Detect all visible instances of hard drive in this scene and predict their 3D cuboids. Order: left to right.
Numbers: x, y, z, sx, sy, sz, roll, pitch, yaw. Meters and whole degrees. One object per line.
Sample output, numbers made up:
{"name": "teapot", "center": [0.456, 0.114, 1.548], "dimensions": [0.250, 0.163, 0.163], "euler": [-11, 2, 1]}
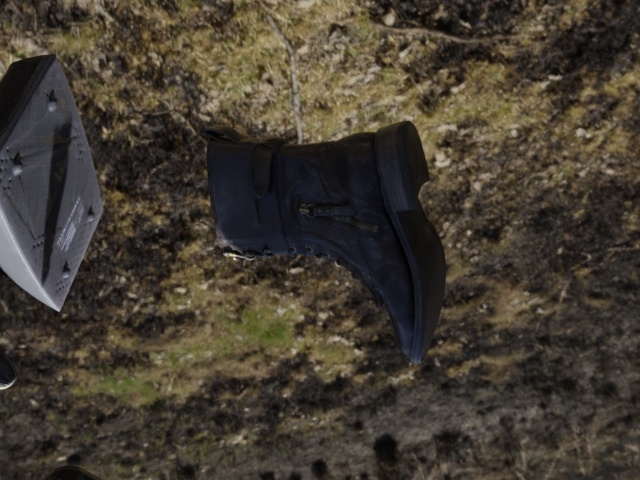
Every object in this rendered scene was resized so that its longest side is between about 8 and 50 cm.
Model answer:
{"name": "hard drive", "center": [-0.298, -0.051, 0.632], "dimensions": [0.054, 0.172, 0.254], "euler": [10, 146, -2]}

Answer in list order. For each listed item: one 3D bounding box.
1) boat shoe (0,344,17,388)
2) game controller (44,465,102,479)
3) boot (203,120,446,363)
{"name": "boat shoe", "center": [-0.524, 0.166, 0.917], "dimensions": [0.049, 0.056, 0.152], "euler": [-26, 110, 35]}
{"name": "game controller", "center": [-0.312, 0.466, 0.873], "dimensions": [0.166, 0.319, 0.067], "euler": [-61, 162, -22]}
{"name": "boot", "center": [0.000, 0.000, 0.609], "dimensions": [0.229, 0.262, 0.091], "euler": [-4, -163, 25]}
